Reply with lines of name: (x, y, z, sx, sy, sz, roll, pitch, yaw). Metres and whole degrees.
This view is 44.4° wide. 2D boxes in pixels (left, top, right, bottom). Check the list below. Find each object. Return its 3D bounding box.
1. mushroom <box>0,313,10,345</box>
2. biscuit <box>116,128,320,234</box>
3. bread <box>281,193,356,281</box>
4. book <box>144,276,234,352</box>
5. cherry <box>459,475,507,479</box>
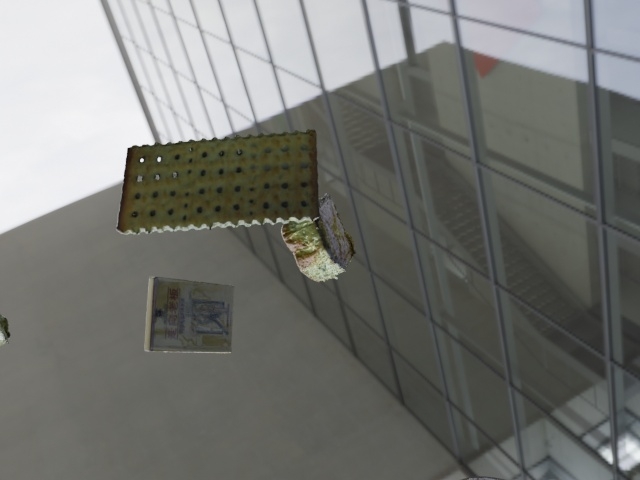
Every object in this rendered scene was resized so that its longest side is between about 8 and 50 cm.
mushroom: (-0.525, 0.147, 0.909, 0.312, 0.081, 0.100, -19, 166, -18)
biscuit: (-0.117, -0.067, 0.905, 0.231, 0.016, 0.139, -5, -124, 4)
bread: (0.000, 0.000, 1.260, 0.069, 0.128, 0.140, -22, -166, 19)
book: (-0.285, 0.167, 1.736, 0.026, 0.161, 0.231, -5, 170, 42)
cherry: (0.233, 0.396, 1.043, 0.176, 0.176, 0.140, -33, 177, -26)
